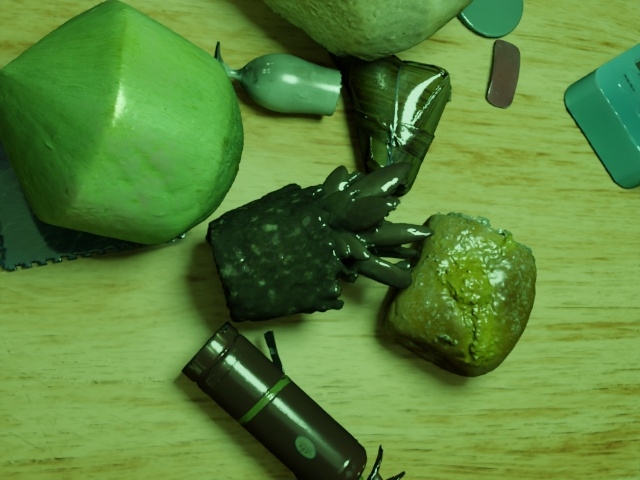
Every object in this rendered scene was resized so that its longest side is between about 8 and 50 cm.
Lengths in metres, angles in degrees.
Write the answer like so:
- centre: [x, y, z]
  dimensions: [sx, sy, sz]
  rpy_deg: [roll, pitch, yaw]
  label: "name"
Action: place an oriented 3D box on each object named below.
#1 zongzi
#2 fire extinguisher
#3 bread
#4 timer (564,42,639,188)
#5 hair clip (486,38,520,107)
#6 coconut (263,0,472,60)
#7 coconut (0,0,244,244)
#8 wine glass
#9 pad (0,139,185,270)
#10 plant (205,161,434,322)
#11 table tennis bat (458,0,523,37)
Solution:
- centre: [0.074, -0.206, 1.147]
  dimensions: [0.242, 0.112, 0.221]
  rpy_deg: [21, 85, 11]
  label: "zongzi"
- centre: [-0.032, 0.255, 0.995]
  dimensions: [0.341, 0.105, 0.141]
  rpy_deg: [42, 71, -1]
  label: "fire extinguisher"
- centre: [0.224, 0.069, 1.075]
  dimensions: [0.195, 0.176, 0.246]
  rpy_deg: [28, 72, -9]
  label: "bread"
- centre: [0.613, -0.249, 1.310]
  dimensions: [0.250, 0.091, 0.232]
  rpy_deg: [-32, 88, -24]
  label: "timer"
- centre: [0.336, -0.309, 1.275]
  dimensions: [0.054, 0.022, 0.137]
  rpy_deg: [17, 73, -15]
  label: "hair clip"
- centre: [0.091, -0.494, 1.074]
  dimensions: [0.415, 0.344, 0.416]
  rpy_deg: [4, 75, -16]
  label: "coconut"
- centre: [-0.266, -0.151, 0.916]
  dimensions: [0.328, 0.281, 0.329]
  rpy_deg: [-15, 118, -30]
  label: "coconut"
- centre: [-0.071, -0.252, 1.106]
  dimensions: [0.202, 0.093, 0.093]
  rpy_deg: [7, 76, -14]
  label: "wine glass"
- centre: [-0.355, -0.105, 1.033]
  dimensions: [0.269, 0.012, 0.269]
  rpy_deg: [-13, 81, -18]
  label: "pad"
- centre: [0.000, 0.000, 1.020]
  dimensions: [0.320, 0.194, 0.182]
  rpy_deg: [-15, 117, -10]
  label: "plant"
- centre: [0.286, -0.485, 1.295]
  dimensions: [0.149, 0.038, 0.237]
  rpy_deg: [-38, 94, -19]
  label: "table tennis bat"
